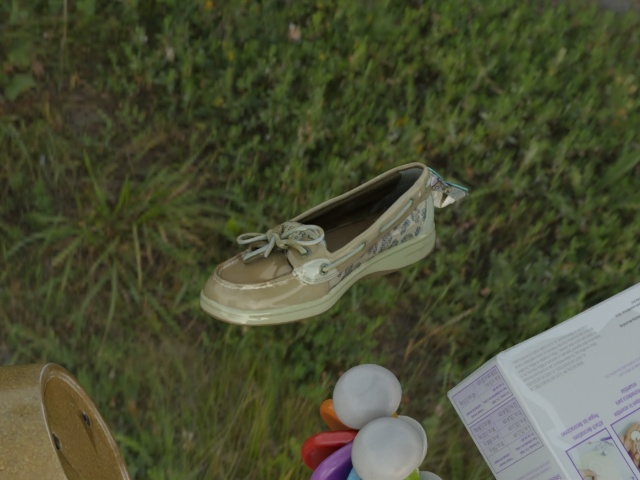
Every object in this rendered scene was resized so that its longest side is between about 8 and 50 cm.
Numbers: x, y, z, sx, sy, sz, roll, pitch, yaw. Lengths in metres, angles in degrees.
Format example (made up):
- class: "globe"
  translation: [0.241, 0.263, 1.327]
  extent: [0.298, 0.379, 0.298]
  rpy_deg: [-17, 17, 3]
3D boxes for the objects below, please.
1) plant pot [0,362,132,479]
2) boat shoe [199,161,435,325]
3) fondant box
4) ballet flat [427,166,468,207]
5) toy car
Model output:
- class: "plant pot"
  translation: [-0.235, 0.174, 0.702]
  extent: [0.254, 0.237, 0.237]
  rpy_deg: [-25, 68, 4]
- class: "boat shoe"
  translation: [0.000, 0.000, 1.245]
  extent: [0.104, 0.089, 0.285]
  rpy_deg: [25, 36, 37]
- class: "fondant box"
  translation: [0.294, 0.216, 1.116]
  extent: [0.238, 0.096, 0.330]
  rpy_deg: [-21, 73, -35]
- class: "ballet flat"
  translation: [0.144, -0.062, 1.603]
  extent: [0.114, 0.041, 0.041]
  rpy_deg: [22, 46, -53]
- class: "toy car"
  translation: [0.048, 0.235, 1.373]
  extent: [0.136, 0.159, 0.182]
  rpy_deg: [-24, 44, 3]
